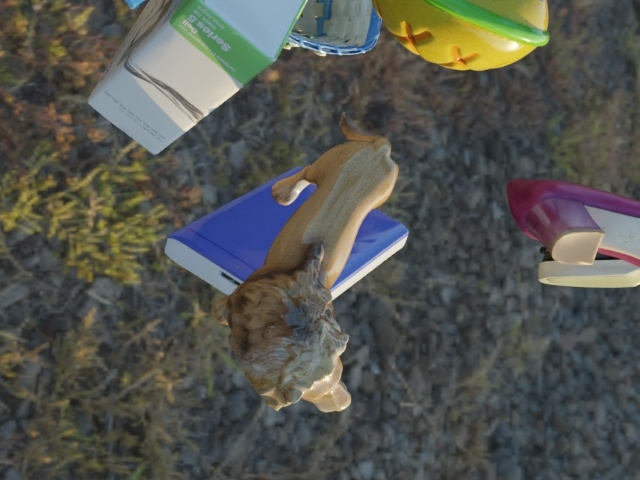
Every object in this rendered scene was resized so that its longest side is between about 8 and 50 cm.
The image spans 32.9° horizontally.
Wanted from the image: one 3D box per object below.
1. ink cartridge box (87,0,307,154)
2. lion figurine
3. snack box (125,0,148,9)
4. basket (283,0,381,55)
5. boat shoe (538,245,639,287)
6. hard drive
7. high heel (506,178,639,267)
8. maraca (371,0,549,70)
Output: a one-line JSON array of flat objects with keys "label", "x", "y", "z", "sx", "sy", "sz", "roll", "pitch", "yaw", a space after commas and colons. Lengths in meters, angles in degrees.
[{"label": "ink cartridge box", "x": -0.137, "y": -0.250, "z": 1.287, "sx": 0.115, "sy": 0.273, "sz": 0.198, "roll": 38, "pitch": 52, "yaw": -21}, {"label": "lion figurine", "x": 0.000, "y": 0.000, "z": 1.191, "sx": 0.142, "sy": 0.240, "sz": 0.392, "roll": 23, "pitch": 74, "yaw": -14}, {"label": "snack box", "x": -0.221, "y": -0.429, "z": 1.134, "sx": 0.322, "sy": 0.187, "sz": 0.060, "roll": 52, "pitch": 18, "yaw": -12}, {"label": "basket", "x": 0.022, "y": -0.389, "z": 1.665, "sx": 0.255, "sy": 0.289, "sz": 0.201, "roll": 2, "pitch": 90, "yaw": -38}, {"label": "boat shoe", "x": 0.416, "y": -0.011, "z": 1.211, "sx": 0.127, "sy": 0.340, "sz": 0.113, "roll": 27, "pitch": 61, "yaw": -68}, {"label": "hard drive", "x": -0.038, "y": 0.001, "z": 1.527, "sx": 0.319, "sy": 0.210, "sz": 0.040, "roll": -34, "pitch": 149, "yaw": -52}, {"label": "high heel", "x": 0.303, "y": -0.017, "z": 1.067, "sx": 0.244, "sy": 0.117, "sz": 0.082, "roll": 0, "pitch": 124, "yaw": -18}, {"label": "maraca", "x": 0.080, "y": -0.184, "z": 0.776, "sx": 0.127, "sy": 0.186, "sz": 0.099, "roll": -75, "pitch": -171, "yaw": -72}]
